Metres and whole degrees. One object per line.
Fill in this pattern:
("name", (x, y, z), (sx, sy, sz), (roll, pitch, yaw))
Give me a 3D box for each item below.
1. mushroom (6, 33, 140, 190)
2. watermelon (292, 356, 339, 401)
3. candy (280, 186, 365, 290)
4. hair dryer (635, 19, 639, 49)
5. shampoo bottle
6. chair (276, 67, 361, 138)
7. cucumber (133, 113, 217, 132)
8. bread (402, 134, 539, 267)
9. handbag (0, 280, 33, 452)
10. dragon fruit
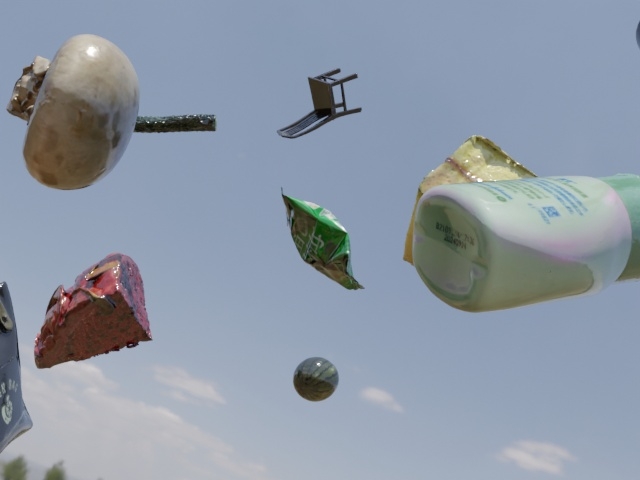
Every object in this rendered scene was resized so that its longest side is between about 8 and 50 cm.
("mushroom", (-0.353, -0.181, 1.236), (0.178, 0.226, 0.226), (12, -19, -9))
("watermelon", (-0.005, 0.322, 2.051), (0.105, 0.105, 0.133), (10, 11, 26))
("candy", (0.003, -0.001, 1.534), (0.203, 0.078, 0.141), (44, -28, 23))
("hair dryer", (0.568, -0.332, 1.234), (0.116, 0.244, 0.302), (2, -51, -5))
("shampoo bottle", (0.303, -0.005, 1.114), (0.349, 0.151, 0.222), (-7, 18, -26))
("chair", (-0.013, -0.319, 2.026), (0.084, 0.212, 0.101), (28, -45, 50))
("cucumber", (-0.375, -0.277, 2.083), (0.256, 0.044, 0.043), (0, -66, 1))
("bread", (0.256, -0.030, 1.503), (0.167, 0.163, 0.264), (41, -21, 16))
("handbag", (-0.568, 0.227, 1.400), (0.152, 0.288, 0.342), (4, 14, 5))
("dragon fruit", (-0.546, 0.199, 2.074), (0.240, 0.330, 0.302), (50, -5, 8))
